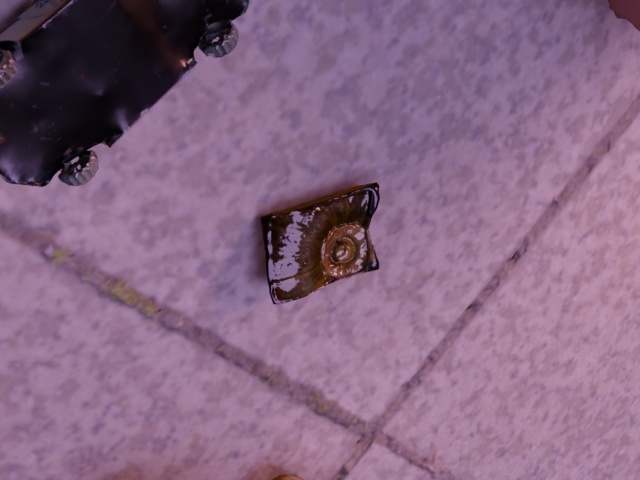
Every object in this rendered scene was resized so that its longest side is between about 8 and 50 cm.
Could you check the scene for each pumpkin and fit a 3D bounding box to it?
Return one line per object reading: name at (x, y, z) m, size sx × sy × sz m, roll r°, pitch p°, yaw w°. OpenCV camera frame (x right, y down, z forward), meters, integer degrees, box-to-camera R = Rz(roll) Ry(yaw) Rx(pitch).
pumpkin at (-0.002, -0.001, 0.820) m, size 0.101 × 0.035 × 0.073 m, roll -15°, pitch 114°, yaw -25°

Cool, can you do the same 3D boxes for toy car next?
toy car at (-0.124, -0.117, 0.639) m, size 0.205 × 0.056 × 0.095 m, roll -45°, pitch 134°, yaw -9°

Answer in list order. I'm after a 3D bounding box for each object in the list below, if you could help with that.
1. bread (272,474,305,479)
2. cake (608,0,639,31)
bread at (0.001, 0.269, 0.927) m, size 0.073 × 0.149 × 0.122 m, roll -49°, pitch 176°, yaw -1°
cake at (0.373, -0.287, 0.744) m, size 0.314 × 0.293 × 0.307 m, roll -27°, pitch 136°, yaw -15°
